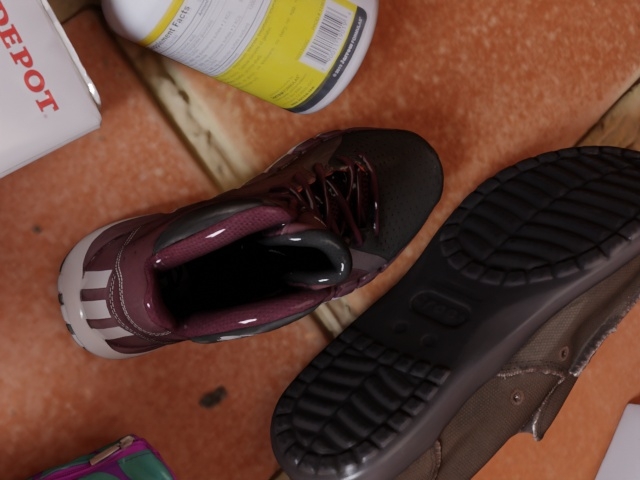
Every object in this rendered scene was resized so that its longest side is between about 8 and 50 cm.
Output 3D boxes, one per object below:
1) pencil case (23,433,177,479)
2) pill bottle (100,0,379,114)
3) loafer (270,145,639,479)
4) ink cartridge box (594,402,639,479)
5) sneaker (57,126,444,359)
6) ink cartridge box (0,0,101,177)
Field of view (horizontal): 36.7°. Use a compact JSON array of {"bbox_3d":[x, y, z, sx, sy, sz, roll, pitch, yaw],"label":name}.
[{"bbox_3d":[-0.155,0.153,0.522,0.151,0.064,0.070,-14,111,-32],"label":"pencil case"},{"bbox_3d":[-0.064,-0.153,0.571,0.184,0.103,0.103,21,77,-29],"label":"pill bottle"},{"bbox_3d":[0.124,0.064,0.678,0.366,0.134,0.130,-37,130,-18],"label":"loafer"},{"bbox_3d":[0.248,0.313,0.762,0.165,0.065,0.333,39,69,-24],"label":"ink cartridge box"},{"bbox_3d":[0.000,0.000,0.567,0.281,0.162,0.106,-26,101,-29],"label":"sneaker"},{"bbox_3d":[-0.243,-0.074,0.463,0.219,0.092,0.160,-33,104,-29],"label":"ink cartridge box"}]
